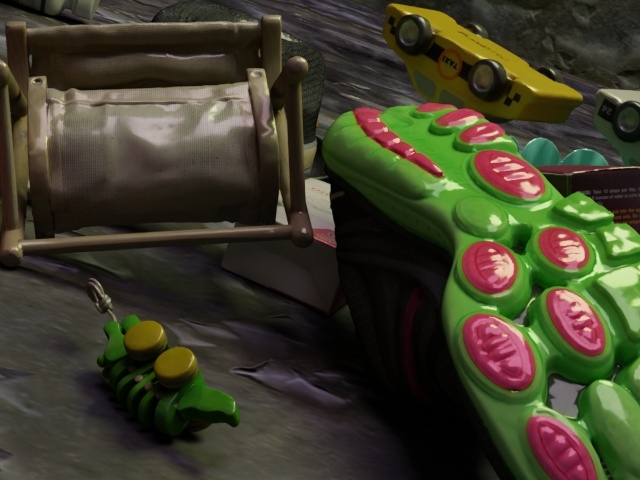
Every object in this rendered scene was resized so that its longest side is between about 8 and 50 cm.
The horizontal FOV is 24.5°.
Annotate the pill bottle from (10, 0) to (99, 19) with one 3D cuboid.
[{"bbox_3d":[-0.405,-0.386,2.131,0.180,0.108,0.108,19,16,-5],"label":"pill bottle"}]

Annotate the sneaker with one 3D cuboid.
[{"bbox_3d":[0.132,0.064,1.106,0.185,0.202,0.483,-7,31,-12],"label":"sneaker"}]

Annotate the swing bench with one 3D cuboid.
[{"bbox_3d":[-0.146,-0.097,1.269,0.253,0.165,0.255,-3,16,-6],"label":"swing bench"}]

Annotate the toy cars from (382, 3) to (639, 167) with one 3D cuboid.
[{"bbox_3d":[0.229,-0.100,1.324,0.393,0.087,0.176,21,21,-3],"label":"toy cars"}]

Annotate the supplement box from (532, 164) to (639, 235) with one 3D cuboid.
[{"bbox_3d":[0.208,0.033,1.207,0.080,0.188,0.104,-5,6,-26],"label":"supplement box"}]

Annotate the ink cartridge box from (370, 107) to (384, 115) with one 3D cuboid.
[{"bbox_3d":[0.109,-0.072,1.728,0.158,0.092,0.218,20,14,1],"label":"ink cartridge box"}]

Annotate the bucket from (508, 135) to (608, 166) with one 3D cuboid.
[{"bbox_3d":[0.267,0.036,1.392,0.281,0.183,0.281,17,16,-5],"label":"bucket"}]

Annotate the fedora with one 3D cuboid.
[{"bbox_3d":[-0.106,-0.186,1.739,0.334,0.153,0.334,18,16,-6],"label":"fedora"}]

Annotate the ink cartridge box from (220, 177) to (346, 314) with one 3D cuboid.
[{"bbox_3d":[0.000,0.000,1.405,0.115,0.067,0.198,24,18,14],"label":"ink cartridge box"}]

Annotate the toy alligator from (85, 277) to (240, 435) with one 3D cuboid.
[{"bbox_3d":[-0.126,0.086,1.008,0.051,0.056,0.189,-36,45,-21],"label":"toy alligator"}]

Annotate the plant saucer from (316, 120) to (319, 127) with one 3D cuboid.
[{"bbox_3d":[-0.039,-0.179,2.044,0.083,0.015,0.083,18,16,-6],"label":"plant saucer"}]
